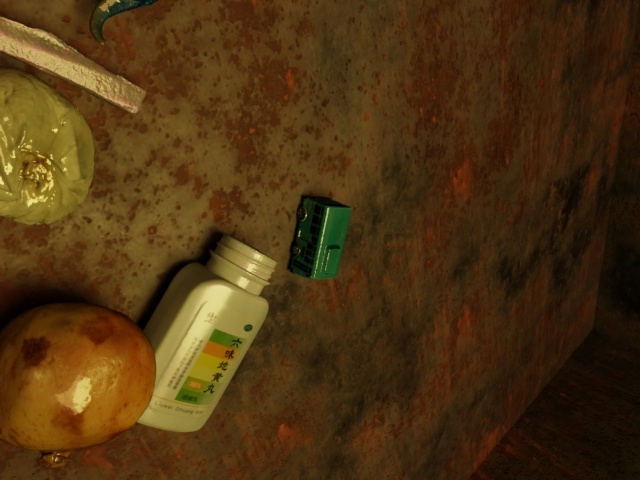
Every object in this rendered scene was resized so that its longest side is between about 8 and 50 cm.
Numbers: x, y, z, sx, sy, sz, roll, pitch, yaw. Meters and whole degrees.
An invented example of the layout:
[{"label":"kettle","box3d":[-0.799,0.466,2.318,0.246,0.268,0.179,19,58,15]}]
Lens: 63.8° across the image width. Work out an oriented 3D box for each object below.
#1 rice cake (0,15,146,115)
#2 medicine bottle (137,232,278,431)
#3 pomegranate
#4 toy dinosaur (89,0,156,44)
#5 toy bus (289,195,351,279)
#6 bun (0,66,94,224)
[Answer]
[{"label":"rice cake","box3d":[-0.320,-0.219,0.651,0.207,0.036,0.047,23,81,-47]},{"label":"medicine bottle","box3d":[-0.197,0.151,0.874,0.179,0.124,0.324,35,81,-47]},{"label":"pomegranate","box3d":[-0.334,0.190,0.688,0.215,0.215,0.215,-20,121,-37]},{"label":"toy dinosaur","box3d":[-0.200,-0.338,0.696,0.188,0.075,0.247,30,80,-54]},{"label":"toy bus","box3d":[0.000,0.000,1.016,0.079,0.092,0.160,0,108,-43]},{"label":"bun","box3d":[-0.354,-0.107,0.614,0.164,0.111,0.188,-8,110,-45]}]
